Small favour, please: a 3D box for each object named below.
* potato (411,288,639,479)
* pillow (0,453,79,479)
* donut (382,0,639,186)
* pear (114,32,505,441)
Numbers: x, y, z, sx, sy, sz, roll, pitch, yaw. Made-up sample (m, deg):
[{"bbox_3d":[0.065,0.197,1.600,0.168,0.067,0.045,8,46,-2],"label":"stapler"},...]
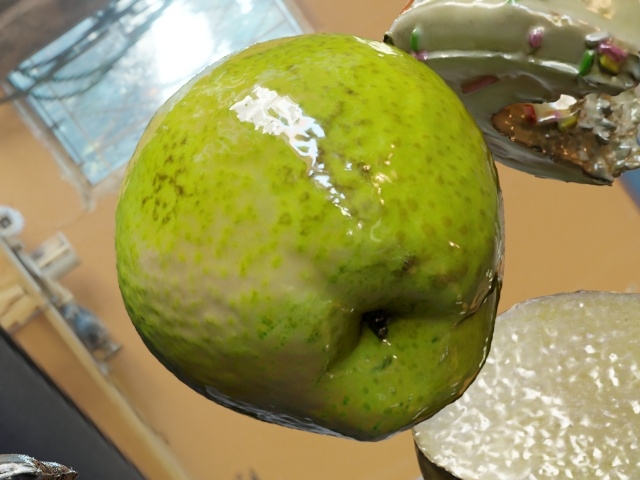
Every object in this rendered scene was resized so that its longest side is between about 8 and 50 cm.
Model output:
[{"bbox_3d":[0.370,0.304,1.609,0.385,0.442,0.319,-71,150,-49],"label":"potato"},{"bbox_3d":[-0.297,0.225,0.999,0.208,0.141,0.055,99,-27,-75],"label":"pillow"},{"bbox_3d":[0.227,-0.193,1.260,0.307,0.150,0.371,15,-13,16],"label":"donut"},{"bbox_3d":[0.000,0.000,1.019,0.391,0.391,0.391,51,-11,13],"label":"pear"}]
